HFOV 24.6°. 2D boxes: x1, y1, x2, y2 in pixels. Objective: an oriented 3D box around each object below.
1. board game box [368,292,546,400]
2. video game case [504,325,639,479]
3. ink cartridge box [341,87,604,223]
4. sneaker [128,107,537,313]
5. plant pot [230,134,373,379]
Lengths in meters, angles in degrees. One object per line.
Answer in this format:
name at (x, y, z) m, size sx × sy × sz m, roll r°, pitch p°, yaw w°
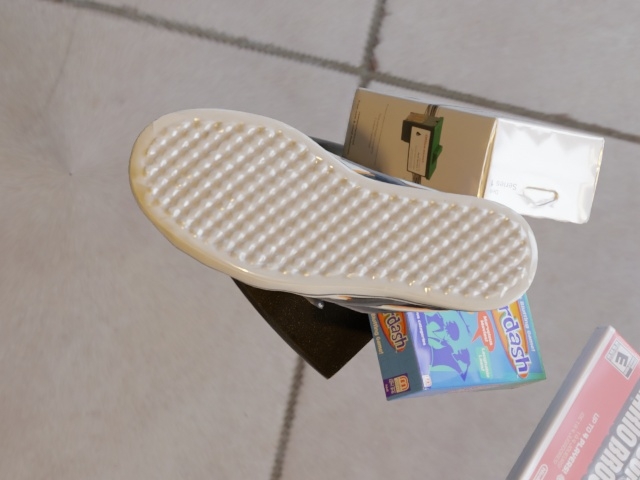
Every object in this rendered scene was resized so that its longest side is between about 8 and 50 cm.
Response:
board game box at (0.125, 0.064, 1.388) m, size 0.210 × 0.047 × 0.160 m, roll 2°, pitch 72°, yaw -51°
video game case at (0.321, 0.250, 1.446) m, size 0.285 × 0.025 × 0.204 m, roll 43°, pitch 67°, yaw -20°
ink cartridge box at (0.153, -0.088, 1.489) m, size 0.160 × 0.219 × 0.092 m, roll 6°, pitch 98°, yaw -39°
sneaker at (-0.001, -0.010, 1.145) m, size 0.321 × 0.127 × 0.126 m, roll 18°, pitch 82°, yaw -13°
plant pot at (0.000, 0.000, 1.577) m, size 0.167 × 0.188 × 0.187 m, roll 32°, pitch 119°, yaw -22°
